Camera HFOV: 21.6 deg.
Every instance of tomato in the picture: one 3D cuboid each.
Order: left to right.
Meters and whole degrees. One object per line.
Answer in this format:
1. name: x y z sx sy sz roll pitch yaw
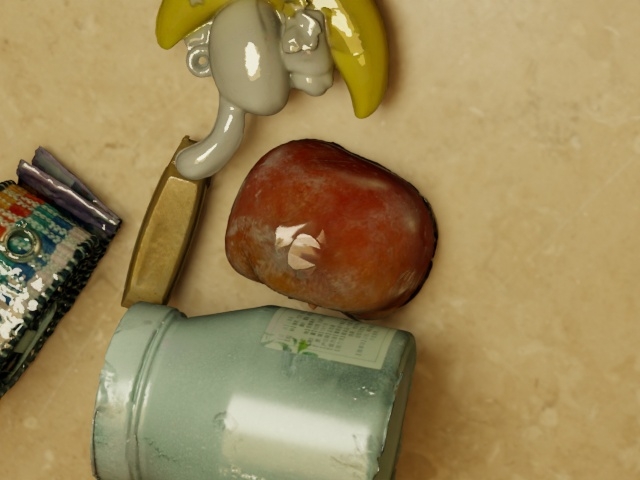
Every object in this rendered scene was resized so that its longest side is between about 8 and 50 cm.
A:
1. tomato: 0.000 0.000 1.702 0.214 0.155 0.180 17 104 13

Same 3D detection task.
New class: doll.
1. doll: -0.052 -0.202 1.688 0.237 0.111 0.252 -10 95 6

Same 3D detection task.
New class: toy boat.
1. toy boat: -0.160 -0.015 1.781 0.057 0.077 0.200 19 105 -2

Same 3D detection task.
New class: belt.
1. belt: -0.365 0.056 1.790 0.160 0.207 0.295 36 109 3

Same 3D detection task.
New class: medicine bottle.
1. medicine bottle: -0.066 0.183 1.687 0.290 0.245 0.245 11 106 8
